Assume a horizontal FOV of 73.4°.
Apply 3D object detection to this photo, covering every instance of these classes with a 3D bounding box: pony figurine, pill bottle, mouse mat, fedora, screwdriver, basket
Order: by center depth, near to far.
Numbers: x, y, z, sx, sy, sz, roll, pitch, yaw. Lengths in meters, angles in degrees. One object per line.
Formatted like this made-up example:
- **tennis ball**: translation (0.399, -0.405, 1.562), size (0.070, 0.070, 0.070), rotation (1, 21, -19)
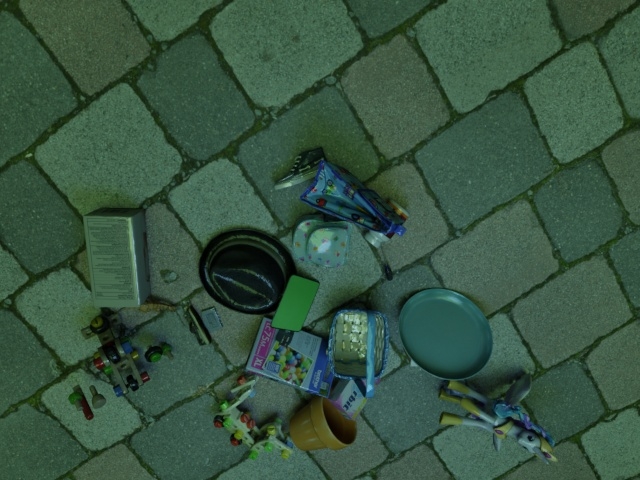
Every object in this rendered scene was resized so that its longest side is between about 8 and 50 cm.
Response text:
- **basket**: translation (0.125, 0.342, 1.383), size (0.200, 0.289, 0.255), rotation (4, 86, -12)
- **fedora**: translation (-0.241, 0.124, 1.393), size (0.333, 0.152, 0.335), rotation (-1, 105, -3)
- **pill bottle**: translation (0.213, -0.053, 1.400), size (0.086, 0.086, 0.152), rotation (37, 102, -12)
- **mouse mat**: translation (-0.082, 0.212, 1.435), size (0.152, 0.007, 0.190), rotation (24, 90, -47)
- **screwdriver**: translation (0.220, 0.072, 1.439), size (0.024, 0.025, 0.170), rotation (12, 135, 34)
- **pony figurine**: translation (0.605, 0.606, 1.500), size (0.362, 0.351, 0.303), rotation (21, 101, 11)

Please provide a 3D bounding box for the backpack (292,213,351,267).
- **backpack**: translation (0.000, 0.000, 1.377), size (0.188, 0.144, 0.166), rotation (6, 111, -1)

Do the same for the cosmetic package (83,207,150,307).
- **cosmetic package**: translation (-0.640, 0.052, 1.367), size (0.153, 0.129, 0.297), rotation (2, 105, -5)

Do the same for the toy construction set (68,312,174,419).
- **toy construction set**: translation (-0.718, 0.395, 1.436), size (0.309, 0.257, 0.237), rotation (-46, 59, -6)

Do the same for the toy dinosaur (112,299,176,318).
- **toy dinosaur**: translation (-0.588, 0.214, 1.418), size (0.211, 0.112, 0.064), rotation (2, 87, -39)

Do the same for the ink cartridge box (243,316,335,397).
- **ink cartridge box**: translation (-0.085, 0.403, 1.474), size (0.310, 0.065, 0.186), rotation (23, 62, -10)

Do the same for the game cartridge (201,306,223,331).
- **game cartridge**: translation (-0.381, 0.277, 1.500), size (0.055, 0.017, 0.084), rotation (-18, 105, -1)

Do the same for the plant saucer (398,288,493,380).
- **plant saucer**: translation (0.413, 0.312, 1.439), size (0.316, 0.318, 0.044), rotation (3, 147, -4)

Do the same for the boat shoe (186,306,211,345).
- **boat shoe**: translation (-0.429, 0.301, 1.484), size (0.049, 0.056, 0.152), rotation (-24, 105, -1)

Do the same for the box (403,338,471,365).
- **box**: translation (0.407, 0.374, 1.513), size (0.202, 0.114, 0.103), rotation (4, 105, -2)

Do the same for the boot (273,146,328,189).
- **boot**: translation (-0.068, -0.227, 1.355), size (0.189, 0.069, 0.086), rotation (-21, 99, -5)

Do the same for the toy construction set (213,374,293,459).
- **toy construction set**: translation (-0.249, 0.644, 1.538), size (0.214, 0.151, 0.328), rotation (-21, 99, 29)

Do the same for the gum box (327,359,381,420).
- **gum box**: translation (0.123, 0.522, 1.524), size (0.107, 0.062, 0.188), rotation (50, 60, -15)

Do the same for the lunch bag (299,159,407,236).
- **lunch bag**: translation (0.119, -0.096, 1.265), size (0.293, 0.221, 0.138), rotation (34, 103, 12)

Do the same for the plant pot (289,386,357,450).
- **plant pot**: translation (-0.003, 0.660, 1.542), size (0.187, 0.205, 0.205), rotation (-34, 105, 22)
